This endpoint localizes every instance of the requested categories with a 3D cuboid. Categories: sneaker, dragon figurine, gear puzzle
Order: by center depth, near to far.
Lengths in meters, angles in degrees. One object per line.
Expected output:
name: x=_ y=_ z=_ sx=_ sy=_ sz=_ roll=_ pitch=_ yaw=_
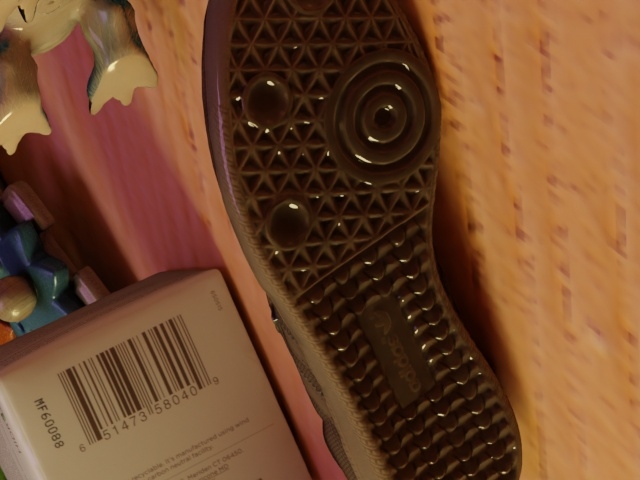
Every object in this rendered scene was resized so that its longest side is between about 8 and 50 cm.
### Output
sneaker: x=0.000 y=0.000 z=0.531 sx=0.071 sy=0.066 sz=0.188 roll=26 pitch=137 yaw=60
dragon figurine: x=-0.112 y=-0.127 z=0.623 sx=0.144 sy=0.085 sz=0.289 roll=57 pitch=160 yaw=17
gear puzzle: x=-0.168 y=0.096 z=0.972 sx=0.175 sy=0.044 sz=0.339 roll=53 pitch=149 yaw=4

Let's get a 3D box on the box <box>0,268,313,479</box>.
box: x=-0.076 y=0.076 z=0.752 sx=0.102 sy=0.101 sz=0.087 roll=67 pitch=160 yaw=-8

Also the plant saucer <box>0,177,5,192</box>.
plant saucer: x=-0.294 y=-0.039 z=1.148 sx=0.400 sy=0.100 sz=0.400 roll=50 pitch=156 yaw=32
